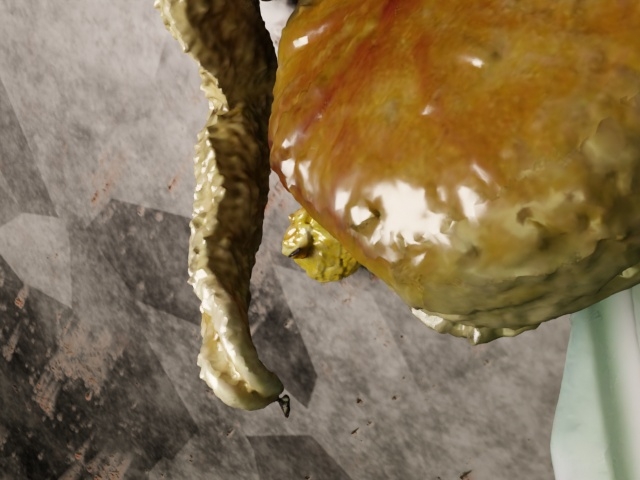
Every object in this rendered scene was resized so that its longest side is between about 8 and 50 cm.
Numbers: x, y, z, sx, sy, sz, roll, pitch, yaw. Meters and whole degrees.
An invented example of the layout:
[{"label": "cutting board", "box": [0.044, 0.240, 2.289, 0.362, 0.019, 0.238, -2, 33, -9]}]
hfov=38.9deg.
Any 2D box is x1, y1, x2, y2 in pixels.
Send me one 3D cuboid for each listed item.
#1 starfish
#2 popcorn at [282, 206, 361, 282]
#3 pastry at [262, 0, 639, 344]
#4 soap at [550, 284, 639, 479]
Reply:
[{"label": "starfish", "box": [-0.075, -0.135, 0.601, 0.082, 0.432, 0.324, -9, 119, 4]}, {"label": "popcorn", "box": [0.000, 0.000, 0.786, 0.084, 0.084, 0.084, 19, 124, 30]}, {"label": "pastry", "box": [0.109, -0.108, 0.500, 0.329, 0.330, 0.136, -10, 147, 42]}, {"label": "soap", "box": [0.295, 0.149, 0.579, 0.261, 0.156, 0.446, -1, 114, 39]}]
